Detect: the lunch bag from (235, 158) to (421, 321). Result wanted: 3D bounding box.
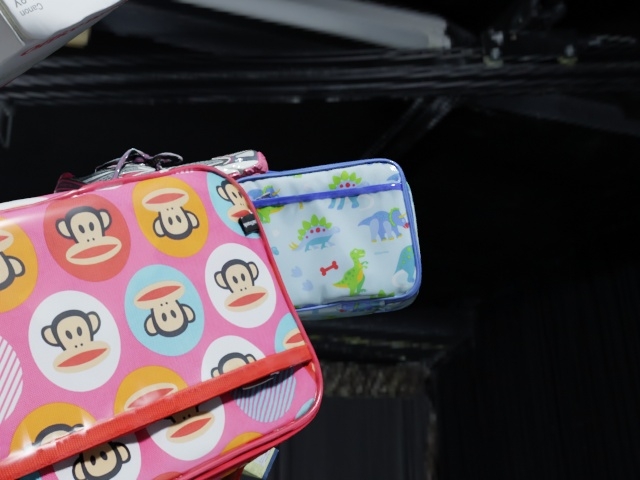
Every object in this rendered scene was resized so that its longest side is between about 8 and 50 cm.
[{"bbox_3d":[0.000,0.000,1.114,0.219,0.176,0.090,-6,-12,3],"label":"lunch bag"}]

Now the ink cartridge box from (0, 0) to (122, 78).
[{"bbox_3d":[-0.418,-0.275,1.208,0.385,0.279,0.160,-21,-72,37],"label":"ink cartridge box"}]

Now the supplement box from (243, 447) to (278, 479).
[{"bbox_3d":[-0.132,0.363,1.679,0.083,0.056,0.083,32,-19,-20],"label":"supplement box"}]

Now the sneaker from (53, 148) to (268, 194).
[{"bbox_3d":[-0.215,-0.070,1.281,0.299,0.112,0.121,-14,-24,7],"label":"sneaker"}]

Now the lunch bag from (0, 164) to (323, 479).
[{"bbox_3d":[-0.144,0.093,0.691,0.293,0.258,0.120,-18,-7,-43],"label":"lunch bag"}]
